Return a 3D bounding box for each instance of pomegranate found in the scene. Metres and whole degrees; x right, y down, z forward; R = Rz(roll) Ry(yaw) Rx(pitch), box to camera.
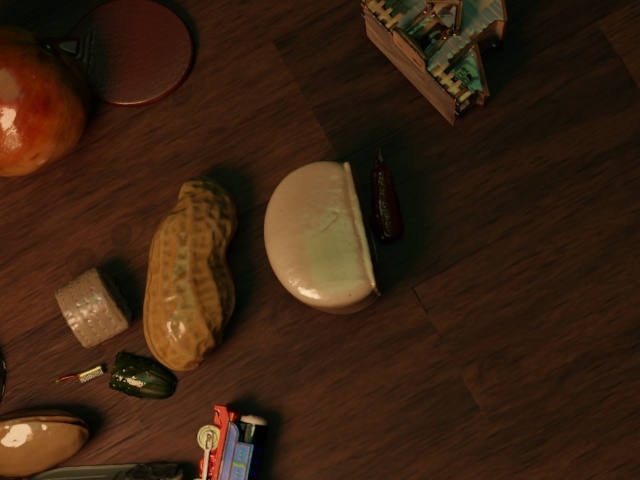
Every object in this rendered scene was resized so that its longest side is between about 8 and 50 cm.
[{"bbox_3d":[-0.525,-0.222,1.775,0.270,0.229,0.252,-43,87,19],"label":"pomegranate"}]

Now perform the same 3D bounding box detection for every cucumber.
[{"bbox_3d":[-0.292,0.227,1.754,0.107,0.035,0.067,14,78,6],"label":"cucumber"}]

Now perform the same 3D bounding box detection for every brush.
[{"bbox_3d":[-0.400,0.227,1.771,0.083,0.019,0.021,-17,87,0],"label":"brush"}]

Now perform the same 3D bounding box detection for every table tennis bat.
[{"bbox_3d":[-0.375,-0.334,1.875,0.310,0.038,0.200,3,79,5],"label":"table tennis bat"}]

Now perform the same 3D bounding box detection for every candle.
[{"bbox_3d":[0.102,-0.076,1.774,0.053,0.048,0.162,-12,77,20],"label":"candle"}]

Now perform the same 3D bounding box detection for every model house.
[{"bbox_3d":[0.220,-0.357,1.762,0.206,0.178,0.271,-40,75,-5],"label":"model house"}]

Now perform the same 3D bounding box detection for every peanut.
[{"bbox_3d":[-0.207,0.049,1.733,0.153,0.140,0.325,13,75,-11],"label":"peanut"}]

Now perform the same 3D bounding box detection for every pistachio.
[{"bbox_3d":[-0.461,0.317,1.709,0.186,0.126,0.108,-9,46,-2],"label":"pistachio"}]

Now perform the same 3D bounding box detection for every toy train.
[{"bbox_3d":[-0.138,0.369,1.687,0.131,0.083,0.204,9,81,7],"label":"toy train"}]

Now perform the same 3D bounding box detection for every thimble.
[{"bbox_3d":[-0.371,0.109,1.752,0.090,0.102,0.115,-31,107,-2],"label":"thimble"}]

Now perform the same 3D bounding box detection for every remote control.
[{"bbox_3d":[-0.339,0.389,1.691,0.247,0.104,0.052,-4,98,6],"label":"remote control"}]

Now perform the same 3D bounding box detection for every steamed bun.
[{"bbox_3d":[0.000,0.000,1.715,0.164,0.146,0.241,-14,77,8],"label":"steamed bun"}]

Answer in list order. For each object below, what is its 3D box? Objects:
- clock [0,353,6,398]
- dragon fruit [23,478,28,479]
[{"bbox_3d":[-0.642,0.233,1.777,0.226,0.049,0.226,-1,79,6],"label":"clock"},{"bbox_3d":[-0.535,0.415,1.698,0.191,0.094,0.094,-20,77,18],"label":"dragon fruit"}]
